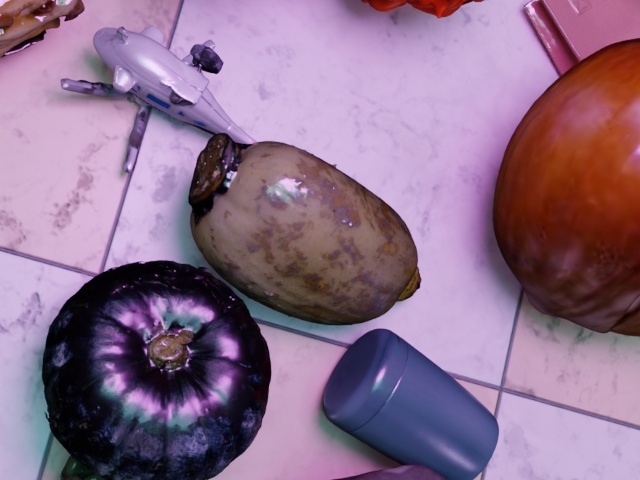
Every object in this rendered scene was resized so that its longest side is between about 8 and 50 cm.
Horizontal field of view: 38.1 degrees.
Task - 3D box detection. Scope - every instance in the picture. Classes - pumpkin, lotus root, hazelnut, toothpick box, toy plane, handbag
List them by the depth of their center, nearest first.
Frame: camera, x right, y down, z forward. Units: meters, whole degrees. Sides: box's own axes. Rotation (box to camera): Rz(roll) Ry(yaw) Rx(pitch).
[{"bbox_3d":[-0.161,0.129,0.921,0.233,0.163,0.233,9,59,-15],"label":"pumpkin"},{"bbox_3d":[0.000,0.000,0.986,0.309,0.173,0.173,29,75,-32],"label":"lotus root"},{"bbox_3d":[-0.128,-0.131,0.998,0.273,0.107,0.182,49,64,-6],"label":"toy plane"},{"bbox_3d":[0.105,0.191,1.033,0.184,0.120,0.120,35,75,-14],"label":"toothpick box"},{"bbox_3d":[0.372,-0.058,1.055,0.372,0.315,0.373,-2,113,-6],"label":"hazelnut"},{"bbox_3d":[0.380,-0.301,1.205,0.212,0.059,0.157,-36,96,-19],"label":"handbag"}]

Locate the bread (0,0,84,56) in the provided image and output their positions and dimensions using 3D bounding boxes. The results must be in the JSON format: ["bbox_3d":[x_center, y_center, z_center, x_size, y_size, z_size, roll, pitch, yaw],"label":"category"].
[{"bbox_3d":[-0.406,-0.318,0.900,0.277,0.167,0.325,-30,101,-21],"label":"bread"}]

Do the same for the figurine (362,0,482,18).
[{"bbox_3d":[0.018,-0.352,0.967,0.411,0.306,0.241,-3,94,-16],"label":"figurine"}]

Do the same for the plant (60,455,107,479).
[{"bbox_3d":[-0.264,0.271,0.929,0.174,0.087,0.085,-44,133,-20],"label":"plant"}]

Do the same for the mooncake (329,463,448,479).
[{"bbox_3d":[0.076,0.388,0.951,0.306,0.154,0.306,14,64,-30],"label":"mooncake"}]
